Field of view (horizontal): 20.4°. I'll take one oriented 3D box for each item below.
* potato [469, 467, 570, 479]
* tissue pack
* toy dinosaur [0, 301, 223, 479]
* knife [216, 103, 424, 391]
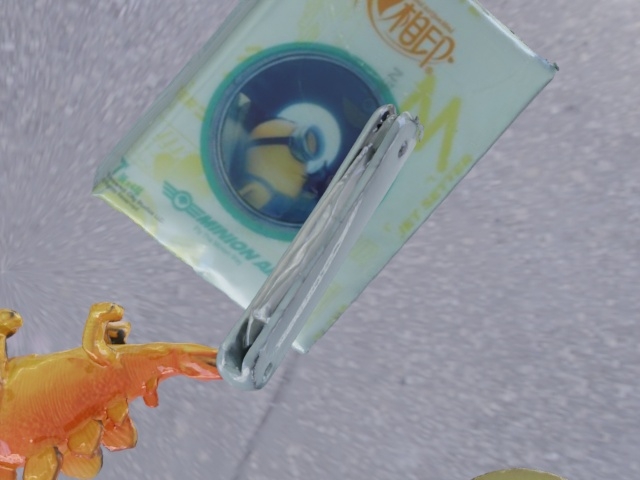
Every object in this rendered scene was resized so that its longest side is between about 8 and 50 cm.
[{"bbox_3d":[0.131,0.282,1.275,0.178,0.158,0.203,-12,69,-9],"label":"potato"},{"bbox_3d":[0.003,-0.119,1.774,0.287,0.162,0.388,39,98,-16],"label":"tissue pack"},{"bbox_3d":[-0.189,0.103,1.063,0.288,0.070,0.117,-6,75,16],"label":"toy dinosaur"},{"bbox_3d":[0.000,0.000,0.822,0.023,0.044,0.162,22,64,22],"label":"knife"}]
